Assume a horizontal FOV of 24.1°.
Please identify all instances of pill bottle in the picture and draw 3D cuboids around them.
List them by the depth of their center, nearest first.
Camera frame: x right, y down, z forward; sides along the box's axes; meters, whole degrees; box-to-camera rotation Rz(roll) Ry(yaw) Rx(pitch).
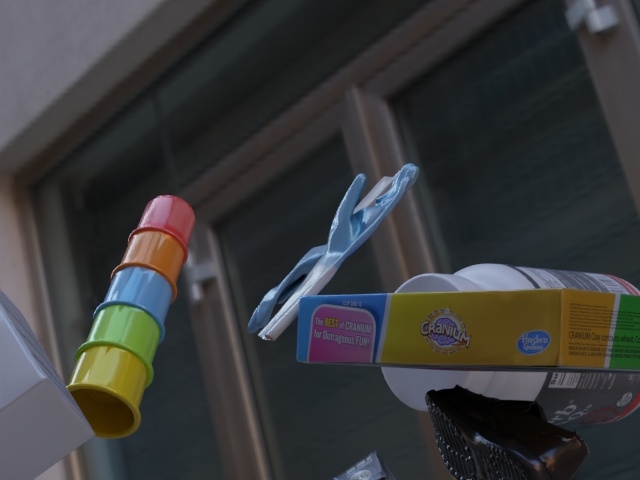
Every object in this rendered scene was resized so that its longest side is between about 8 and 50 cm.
[{"bbox_3d":[0.262,0.137,1.961,0.363,0.210,0.210,6,-29,-41],"label":"pill bottle"}]

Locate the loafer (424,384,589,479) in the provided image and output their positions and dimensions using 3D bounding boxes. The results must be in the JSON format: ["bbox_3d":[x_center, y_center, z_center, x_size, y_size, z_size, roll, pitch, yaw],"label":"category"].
[{"bbox_3d":[0.163,0.176,1.310,0.078,0.080,0.220,-22,20,-17],"label":"loafer"}]

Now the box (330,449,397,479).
[{"bbox_3d":[0.058,0.362,1.728,0.147,0.180,0.077,-34,16,3],"label":"box"}]

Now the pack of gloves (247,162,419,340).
[{"bbox_3d":[0.000,0.000,1.515,0.232,0.046,0.195,-47,8,-9],"label":"pack of gloves"}]

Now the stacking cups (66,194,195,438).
[{"bbox_3d":[-0.211,0.071,1.714,0.096,0.316,0.096,8,-41,7],"label":"stacking cups"}]

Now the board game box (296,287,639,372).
[{"bbox_3d":[0.170,0.086,1.361,0.242,0.064,0.316,7,-7,-42],"label":"board game box"}]

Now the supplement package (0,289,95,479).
[{"bbox_3d":[-0.295,0.118,1.311,0.105,0.179,0.105,-35,-39,-6],"label":"supplement package"}]
